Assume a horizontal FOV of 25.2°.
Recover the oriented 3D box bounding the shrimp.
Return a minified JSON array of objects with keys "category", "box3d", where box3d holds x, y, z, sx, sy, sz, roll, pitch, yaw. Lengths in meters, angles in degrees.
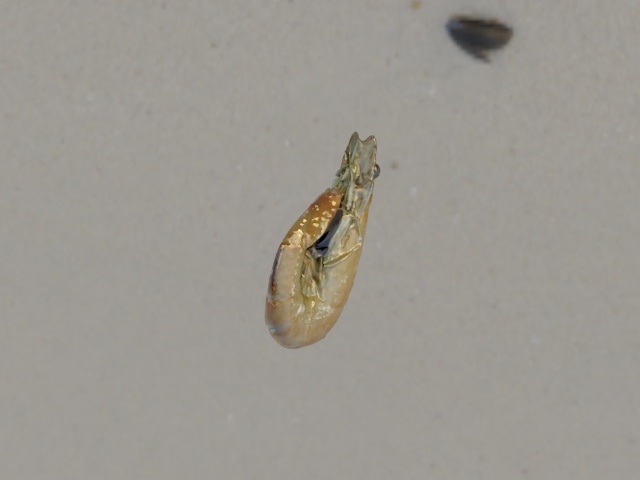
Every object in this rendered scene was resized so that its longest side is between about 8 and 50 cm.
[{"category":"shrimp","box3d":[0.000,0.000,0.674,0.023,0.108,0.059,19,-174,37]}]
